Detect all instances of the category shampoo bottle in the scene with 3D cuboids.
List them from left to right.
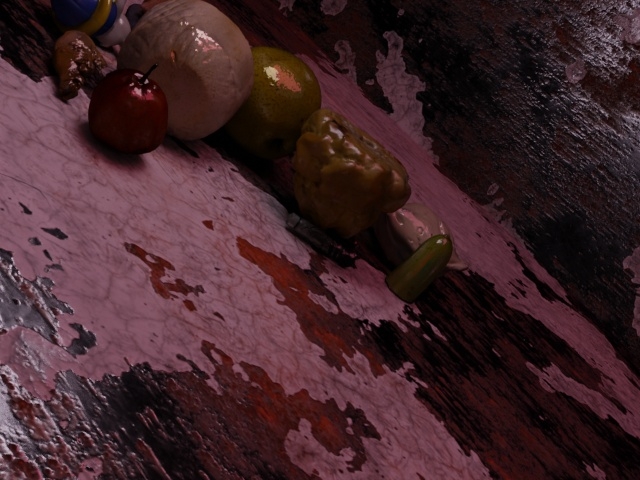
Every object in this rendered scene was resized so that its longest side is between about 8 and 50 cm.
[{"bbox_3d":[-0.495,-0.586,2.156,0.087,0.049,0.234,35,20,-25],"label":"shampoo bottle"}]

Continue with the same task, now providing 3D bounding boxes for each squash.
[{"bbox_3d":[0.254,0.061,1.939,0.095,0.188,0.095,37,20,-16],"label":"squash"}]

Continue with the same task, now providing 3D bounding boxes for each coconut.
[{"bbox_3d":[-0.293,-0.383,1.772,0.328,0.329,0.329,35,20,-15],"label":"coconut"}]

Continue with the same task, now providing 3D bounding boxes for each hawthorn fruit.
[{"bbox_3d":[-0.357,-0.259,1.511,0.156,0.194,0.157,24,30,-15],"label":"hawthorn fruit"}]

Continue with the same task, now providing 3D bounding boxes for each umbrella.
[{"bbox_3d":[0.000,0.000,1.826,0.188,0.046,0.050,33,-8,-17],"label":"umbrella"}]

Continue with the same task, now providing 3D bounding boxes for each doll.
[{"bbox_3d":[-0.543,-0.569,1.881,0.242,0.160,0.311,10,32,-53],"label":"doll"}]

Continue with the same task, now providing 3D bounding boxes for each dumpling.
[{"bbox_3d":[0.233,0.006,2.125,0.318,0.187,0.243,44,-21,-13],"label":"dumpling"}]

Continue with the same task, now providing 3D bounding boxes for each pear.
[{"bbox_3d":[-0.130,-0.341,1.980,0.294,0.294,0.294,35,20,-15],"label":"pear"}]

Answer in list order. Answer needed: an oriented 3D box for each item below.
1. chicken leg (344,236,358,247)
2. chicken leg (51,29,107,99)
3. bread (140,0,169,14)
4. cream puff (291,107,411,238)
[{"bbox_3d":[0.076,-0.006,2.005,0.036,0.021,0.083,24,19,-15],"label":"chicken leg"},{"bbox_3d":[-0.500,-0.350,1.622,0.101,0.085,0.208,42,23,-40],"label":"chicken leg"},{"bbox_3d":[-0.392,-0.586,2.153,0.244,0.123,0.190,64,9,10],"label":"bread"},{"bbox_3d":[0.044,-0.134,1.866,0.291,0.257,0.324,33,18,-11],"label":"cream puff"}]
